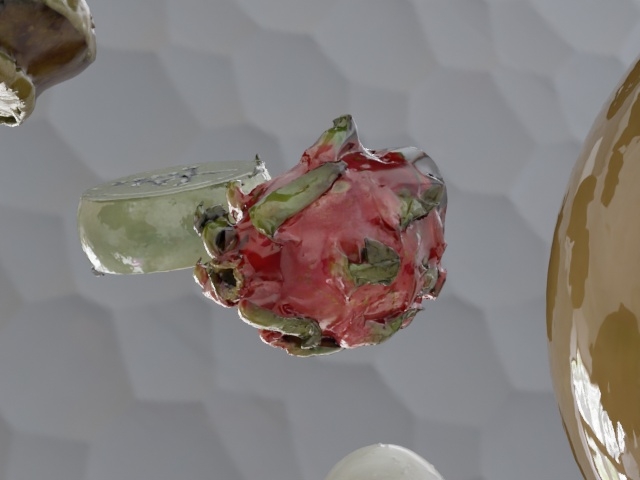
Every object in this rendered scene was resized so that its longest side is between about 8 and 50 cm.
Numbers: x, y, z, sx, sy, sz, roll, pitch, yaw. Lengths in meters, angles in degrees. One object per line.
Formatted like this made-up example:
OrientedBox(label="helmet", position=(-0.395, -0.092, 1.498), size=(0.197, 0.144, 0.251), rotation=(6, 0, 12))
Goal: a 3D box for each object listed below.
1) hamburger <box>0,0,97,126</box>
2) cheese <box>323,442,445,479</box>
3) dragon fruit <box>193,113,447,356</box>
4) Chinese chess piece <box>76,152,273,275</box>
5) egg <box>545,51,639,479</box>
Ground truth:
OrientedBox(label="hamburger", position=(-0.300, -0.187, 1.331), size=(0.309, 0.211, 0.133), rotation=(145, 142, -78))
OrientedBox(label="cheese", position=(0.074, 0.304, 1.547), size=(0.154, 0.189, 0.198), rotation=(-23, 13, 3))
OrientedBox(label="dragon fruit", position=(0.000, 0.000, 1.120), size=(0.172, 0.167, 0.160), rotation=(-20, 6, -35))
OrientedBox(label="Chinese chess piece", position=(-0.131, -0.024, 1.405), size=(0.188, 0.083, 0.188), rotation=(-7, 12, 2))
OrientedBox(label="egg", position=(0.263, 0.009, 0.556), size=(0.373, 0.301, 0.301), rotation=(-20, -9, -11))
